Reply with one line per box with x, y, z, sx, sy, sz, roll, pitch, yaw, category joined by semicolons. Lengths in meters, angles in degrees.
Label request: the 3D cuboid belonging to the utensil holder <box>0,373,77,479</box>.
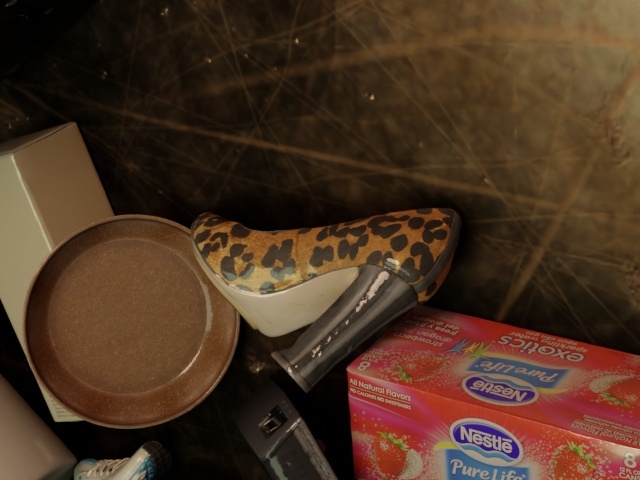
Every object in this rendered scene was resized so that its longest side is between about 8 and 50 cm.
-0.495;0.202;1.528;0.385;0.327;0.327;44;132;7;utensil holder

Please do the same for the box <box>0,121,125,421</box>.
-0.246;0.034;1.393;0.113;0.094;0.275;-8;108;39;box

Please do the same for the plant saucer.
-0.174;0.072;1.326;0.036;0.199;0.198;-148;36;-74;plant saucer

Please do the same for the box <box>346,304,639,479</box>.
0.158;0.153;1.127;0.257;0.123;0.128;13;121;32;box

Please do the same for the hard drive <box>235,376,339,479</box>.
-0.012;0.207;1.235;0.172;0.054;0.255;60;174;-5;hard drive

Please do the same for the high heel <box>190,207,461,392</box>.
0.000;0.000;1.223;0.093;0.186;0.261;52;176;-40;high heel

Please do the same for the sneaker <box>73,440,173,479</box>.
-0.222;0.255;1.514;0.083;0.071;0.190;50;132;14;sneaker

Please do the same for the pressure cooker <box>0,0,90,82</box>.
-0.427;-0.300;1.176;0.370;0.375;0.420;-32;92;18;pressure cooker
